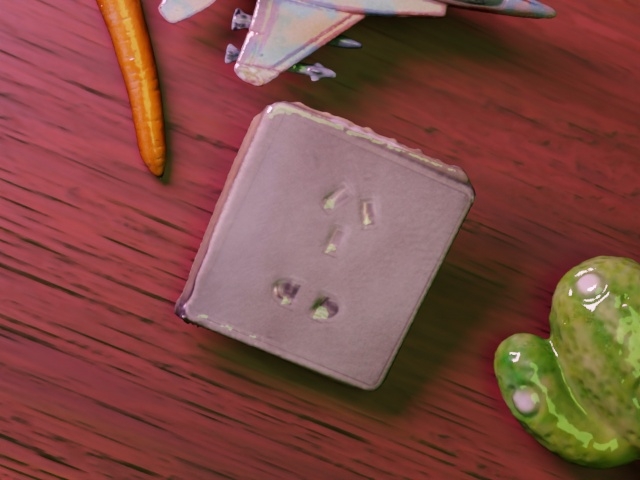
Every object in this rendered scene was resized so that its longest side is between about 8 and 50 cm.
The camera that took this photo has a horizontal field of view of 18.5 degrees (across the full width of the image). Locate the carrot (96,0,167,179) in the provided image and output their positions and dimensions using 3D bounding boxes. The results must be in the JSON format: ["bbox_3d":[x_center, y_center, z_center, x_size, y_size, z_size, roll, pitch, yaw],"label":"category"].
[{"bbox_3d":[-0.152,-0.143,1.623,0.037,0.037,0.190,-16,96,-12],"label":"carrot"}]

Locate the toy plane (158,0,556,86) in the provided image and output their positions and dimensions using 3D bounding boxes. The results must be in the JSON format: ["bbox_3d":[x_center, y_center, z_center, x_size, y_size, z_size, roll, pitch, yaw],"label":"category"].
[{"bbox_3d":[0.037,-0.222,1.632,0.326,0.104,0.223,11,89,-16],"label":"toy plane"}]

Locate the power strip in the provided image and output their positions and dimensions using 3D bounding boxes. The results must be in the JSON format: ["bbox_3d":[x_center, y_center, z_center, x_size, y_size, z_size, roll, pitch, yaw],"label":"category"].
[{"bbox_3d":[0.000,0.000,1.644,0.198,0.064,0.213,23,99,-14],"label":"power strip"}]

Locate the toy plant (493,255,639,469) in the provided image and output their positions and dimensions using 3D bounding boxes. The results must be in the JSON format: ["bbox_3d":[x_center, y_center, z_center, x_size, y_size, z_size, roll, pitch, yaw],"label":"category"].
[{"bbox_3d":[0.312,0.149,1.670,0.224,0.184,0.316,-42,89,9],"label":"toy plant"}]
